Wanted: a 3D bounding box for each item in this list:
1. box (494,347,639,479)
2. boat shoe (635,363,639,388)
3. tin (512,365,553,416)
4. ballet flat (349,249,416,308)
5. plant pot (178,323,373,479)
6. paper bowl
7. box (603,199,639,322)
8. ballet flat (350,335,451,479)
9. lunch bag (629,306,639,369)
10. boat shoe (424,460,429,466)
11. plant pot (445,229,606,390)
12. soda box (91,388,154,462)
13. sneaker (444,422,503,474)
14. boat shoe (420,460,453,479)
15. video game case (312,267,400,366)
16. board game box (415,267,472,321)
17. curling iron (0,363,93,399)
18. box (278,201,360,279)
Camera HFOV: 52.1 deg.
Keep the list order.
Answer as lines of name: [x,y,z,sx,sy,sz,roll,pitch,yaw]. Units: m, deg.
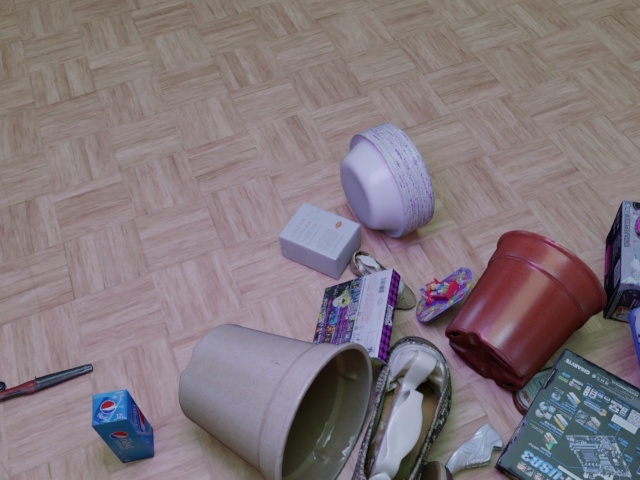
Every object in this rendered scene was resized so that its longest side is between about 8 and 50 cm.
box: [0.553,0.415,1.313,0.295,0.073,0.293,30,72,22]
boat shoe: [0.695,0.335,1.401,0.059,0.063,0.170,7,54,2]
tin: [0.516,0.329,1.437,0.190,0.040,0.106,-15,49,-7]
ballet flat: [0.150,0.093,1.620,0.206,0.067,0.073,34,63,26]
plant pot: [-0.106,0.319,1.342,0.305,0.334,0.334,17,56,30]
paper bowl: [0.153,-0.143,1.662,0.148,0.284,0.284,-24,55,-13]
box: [0.763,0.054,1.544,0.142,0.163,0.247,9,55,13]
ballet flat: [0.178,0.337,1.311,0.164,0.182,0.483,17,44,10]
lunch bag: [0.808,0.243,1.380,0.303,0.115,0.243,19,47,-14]
boat shoe: [0.155,0.469,1.352,0.152,0.056,0.049,5,67,9]
plant pot: [0.432,0.166,1.440,0.272,0.272,0.265,34,70,26]
soda box: [-0.404,0.386,1.352,0.071,0.210,0.067,-10,53,-4]
sneaker: [0.317,0.443,1.355,0.152,0.053,0.061,-33,61,-20]
boat shoe: [0.237,0.594,1.224,0.123,0.123,0.342,20,50,-20]
video game case: [0.076,0.189,1.500,0.210,0.042,0.232,-20,42,38]
board game box: [0.279,0.117,1.541,0.169,0.033,0.133,-39,16,25]
curling iron: [-0.671,0.326,1.527,0.274,0.035,0.068,-13,54,-5]
box: [0.000,0.000,1.687,0.170,0.091,0.130,23,58,21]
